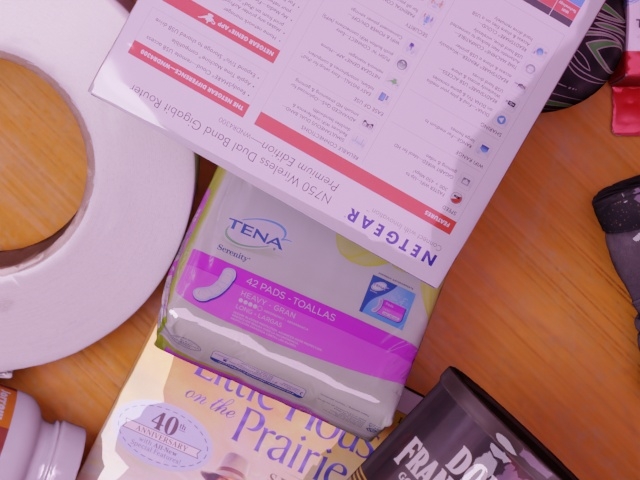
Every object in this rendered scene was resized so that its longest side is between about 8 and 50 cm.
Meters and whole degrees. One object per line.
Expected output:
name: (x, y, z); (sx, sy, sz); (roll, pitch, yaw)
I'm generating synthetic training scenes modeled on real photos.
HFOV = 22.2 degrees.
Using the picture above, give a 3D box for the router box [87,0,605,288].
router box: (0.025, -0.173, 1.354); (0.335, 0.082, 0.301); (30, 95, -4)

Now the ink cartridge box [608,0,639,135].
ink cartridge box: (0.344, -0.214, 1.527); (0.134, 0.078, 0.231); (1, 89, -2)

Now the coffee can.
coffee can: (0.090, 0.273, 1.369); (0.201, 0.201, 0.275); (43, 93, 0)

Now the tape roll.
tape roll: (-0.301, -0.072, 1.455); (0.392, 0.072, 0.392); (0, 106, -1)

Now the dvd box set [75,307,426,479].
dvd box set: (-0.089, 0.284, 1.505); (0.307, 0.062, 0.420); (27, 88, -1)

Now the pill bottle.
pill bottle: (-0.324, 0.177, 1.445); (0.216, 0.121, 0.121); (20, 88, -14)

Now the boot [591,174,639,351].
boot: (0.434, 0.012, 1.519); (0.338, 0.118, 0.222); (-18, 95, 5)

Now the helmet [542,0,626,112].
helmet: (0.192, -0.193, 1.479); (0.169, 0.161, 0.169); (0, 88, -2)

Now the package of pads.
package of pads: (0.000, 0.000, 1.462); (0.229, 0.101, 0.296); (24, 68, -3)
